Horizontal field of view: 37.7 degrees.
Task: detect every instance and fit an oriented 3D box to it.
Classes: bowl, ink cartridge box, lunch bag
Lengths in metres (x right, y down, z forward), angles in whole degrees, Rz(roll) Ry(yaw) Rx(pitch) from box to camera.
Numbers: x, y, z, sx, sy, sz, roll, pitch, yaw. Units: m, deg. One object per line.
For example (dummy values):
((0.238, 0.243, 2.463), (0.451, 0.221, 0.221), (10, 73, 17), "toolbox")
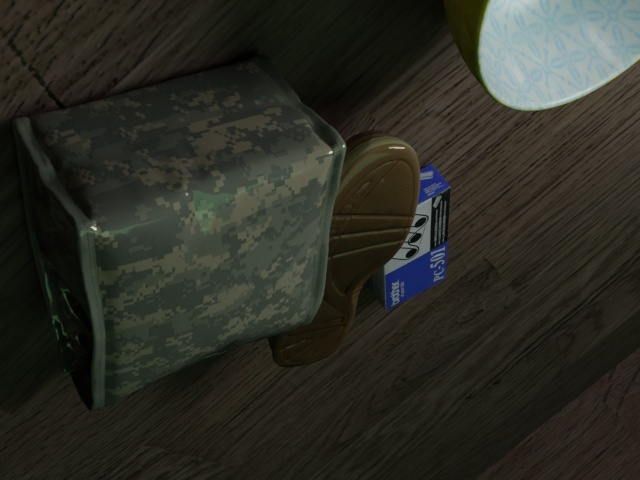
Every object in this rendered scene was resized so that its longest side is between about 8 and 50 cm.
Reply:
((0.203, -0.268, 0.791), (0.289, 0.156, 0.289), (-26, 147, -18), "bowl")
((0.109, 0.001, 1.169), (0.097, 0.046, 0.207), (-28, 149, -13), "ink cartridge box")
((-0.122, 0.010, 0.827), (0.235, 0.169, 0.287), (-21, 141, -26), "lunch bag")

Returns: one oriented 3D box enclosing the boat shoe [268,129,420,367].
((0.000, 0.000, 0.998), (0.121, 0.110, 0.341), (-3, 140, -27), "boat shoe")
